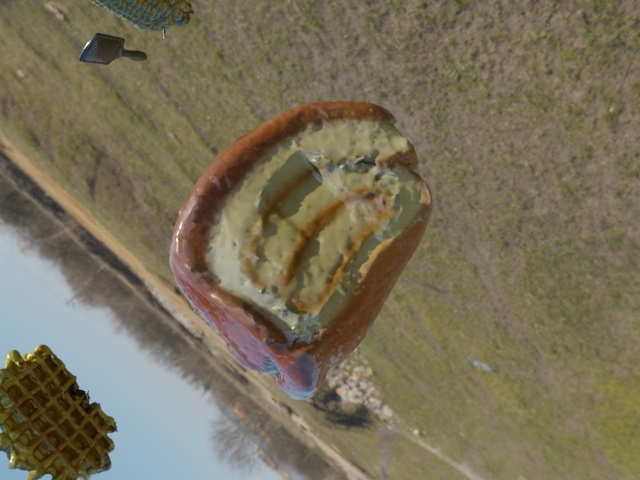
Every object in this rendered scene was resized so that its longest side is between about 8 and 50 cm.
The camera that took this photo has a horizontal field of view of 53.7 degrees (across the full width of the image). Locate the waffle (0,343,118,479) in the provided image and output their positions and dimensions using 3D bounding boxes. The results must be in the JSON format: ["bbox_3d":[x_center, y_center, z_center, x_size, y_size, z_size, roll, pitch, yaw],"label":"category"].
[{"bbox_3d":[-0.538,0.359,1.279,0.283,0.065,0.309,29,-145,-49],"label":"waffle"}]

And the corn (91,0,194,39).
[{"bbox_3d":[-0.271,-0.339,0.758,0.106,0.106,0.305,36,-167,24],"label":"corn"}]

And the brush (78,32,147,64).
[{"bbox_3d":[-0.374,-0.349,1.172,0.016,0.063,0.193,46,-161,1],"label":"brush"}]

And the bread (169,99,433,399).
[{"bbox_3d":[-0.010,-0.008,0.533,0.190,0.244,0.123,36,167,-5],"label":"bread"}]
